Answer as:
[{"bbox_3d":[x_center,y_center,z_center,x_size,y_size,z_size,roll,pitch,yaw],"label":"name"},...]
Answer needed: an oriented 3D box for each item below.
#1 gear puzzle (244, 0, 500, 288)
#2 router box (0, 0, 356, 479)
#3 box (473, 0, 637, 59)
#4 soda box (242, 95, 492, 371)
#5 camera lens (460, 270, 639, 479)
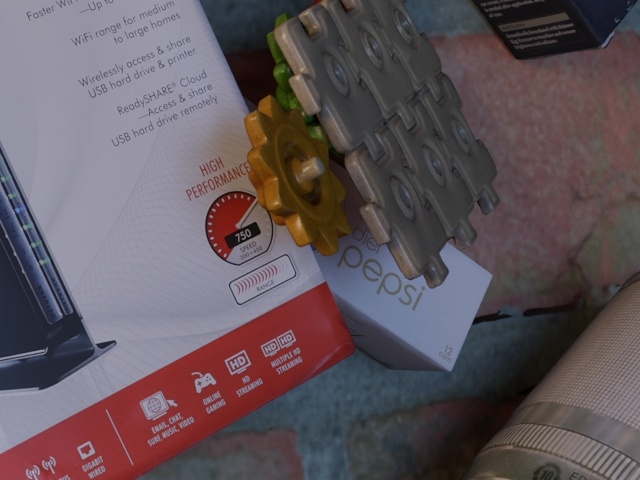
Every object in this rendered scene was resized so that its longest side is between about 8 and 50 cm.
[{"bbox_3d":[0.022,-0.054,1.049,0.175,0.044,0.339,61,22,-7],"label":"gear puzzle"},{"bbox_3d":[-0.186,-0.003,0.914,0.335,0.082,0.301,-28,97,-31],"label":"router box"},{"bbox_3d":[0.158,-0.232,1.220,0.158,0.093,0.156,50,64,-22],"label":"box"},{"bbox_3d":[0.000,0.000,1.120,0.216,0.069,0.074,34,70,-27],"label":"soda box"},{"bbox_3d":[0.224,0.163,1.170,0.274,0.219,0.219,-45,111,-27],"label":"camera lens"}]
